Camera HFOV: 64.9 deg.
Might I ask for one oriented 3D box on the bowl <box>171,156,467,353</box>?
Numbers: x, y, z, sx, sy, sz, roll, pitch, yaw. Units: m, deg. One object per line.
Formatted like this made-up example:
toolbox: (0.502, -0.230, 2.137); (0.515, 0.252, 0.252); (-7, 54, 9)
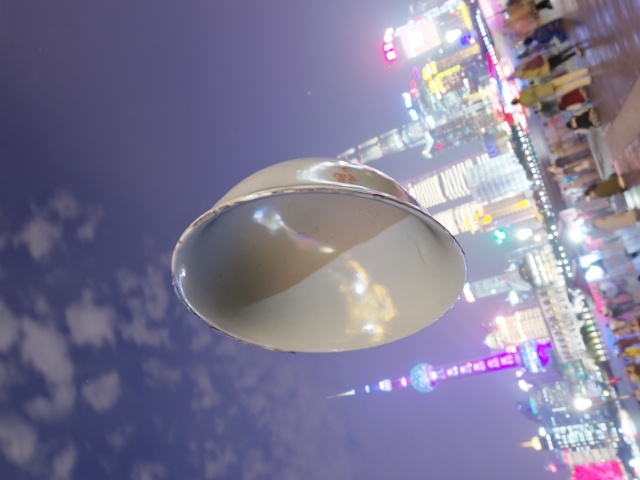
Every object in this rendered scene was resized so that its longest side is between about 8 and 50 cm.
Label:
bowl: (0.000, 0.000, 0.639); (0.345, 0.346, 0.157); (47, -147, -43)
